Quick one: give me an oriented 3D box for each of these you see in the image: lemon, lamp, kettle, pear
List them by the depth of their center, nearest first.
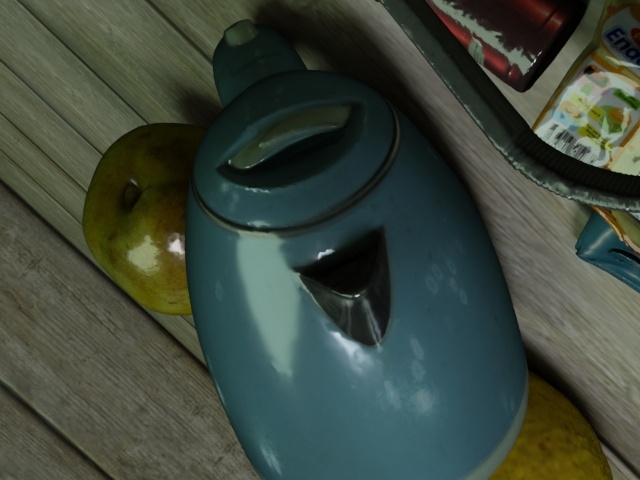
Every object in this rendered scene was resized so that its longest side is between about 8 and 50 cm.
[{"bbox_3d":[0.096,-0.066,0.443,0.283,0.124,0.203,39,-155,9],"label":"lamp"},{"bbox_3d":[0.000,0.000,0.872,0.342,0.247,0.319,69,175,-46],"label":"kettle"},{"bbox_3d":[0.137,0.241,1.072,0.293,0.293,0.293,38,164,12],"label":"lemon"},{"bbox_3d":[-0.144,-0.026,1.159,0.200,0.200,0.200,38,164,12],"label":"pear"}]

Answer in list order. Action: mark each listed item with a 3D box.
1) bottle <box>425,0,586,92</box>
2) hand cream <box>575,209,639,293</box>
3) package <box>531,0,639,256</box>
[{"bbox_3d":[0.057,-0.148,0.598,0.164,0.060,0.060,38,164,11],"label":"bottle"},{"bbox_3d":[0.196,-0.007,0.686,0.083,0.048,0.224,33,168,17],"label":"hand cream"},{"bbox_3d":[0.160,-0.056,0.557,0.108,0.031,0.121,38,131,9],"label":"package"}]
